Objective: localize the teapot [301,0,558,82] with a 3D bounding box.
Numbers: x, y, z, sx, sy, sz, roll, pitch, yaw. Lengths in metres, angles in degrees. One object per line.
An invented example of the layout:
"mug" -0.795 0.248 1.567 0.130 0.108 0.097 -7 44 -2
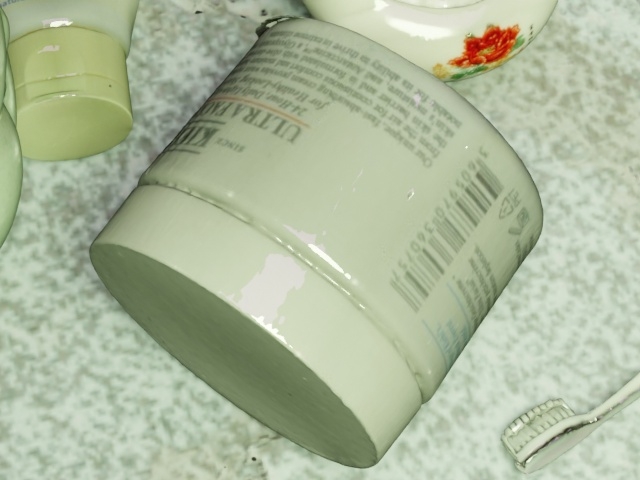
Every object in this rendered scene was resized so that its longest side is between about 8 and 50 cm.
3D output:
"teapot" 0.068 -0.156 0.995 0.226 0.092 0.145 -18 78 -10

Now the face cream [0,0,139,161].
"face cream" -0.153 -0.156 1.001 0.114 0.070 0.224 -8 65 -6

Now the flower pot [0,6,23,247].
"flower pot" -0.263 -0.048 0.868 0.246 0.246 0.195 17 78 1

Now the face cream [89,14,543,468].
"face cream" 0.000 0.000 0.899 0.177 0.177 0.153 34 72 6

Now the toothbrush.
"toothbrush" 0.218 0.041 0.983 0.288 0.024 0.026 -31 64 -11
